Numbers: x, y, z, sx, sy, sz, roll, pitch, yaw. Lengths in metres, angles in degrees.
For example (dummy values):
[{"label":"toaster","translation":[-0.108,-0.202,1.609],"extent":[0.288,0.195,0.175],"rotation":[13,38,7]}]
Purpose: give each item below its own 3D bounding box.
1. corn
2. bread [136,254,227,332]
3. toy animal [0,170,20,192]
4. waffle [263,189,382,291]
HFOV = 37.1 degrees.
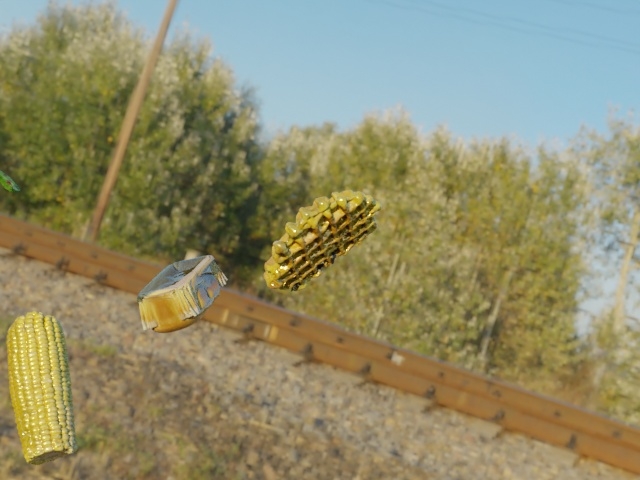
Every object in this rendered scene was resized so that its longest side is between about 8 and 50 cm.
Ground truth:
[{"label":"corn","translation":[-0.434,0.227,1.478],"extent":[0.093,0.244,0.093],"rotation":[-12,-31,-7]},{"label":"bread","translation":[-0.304,0.119,2.103],"extent":[0.136,0.107,0.241],"rotation":[-15,15,14]},{"label":"toy animal","translation":[-0.697,-0.170,1.910],"extent":[0.217,0.041,0.075],"rotation":[40,2,-28]},{"label":"waffle","translation":[-0.001,-0.001,2.104],"extent":[0.310,0.283,0.065],"rotation":[-8,47,-45]}]
